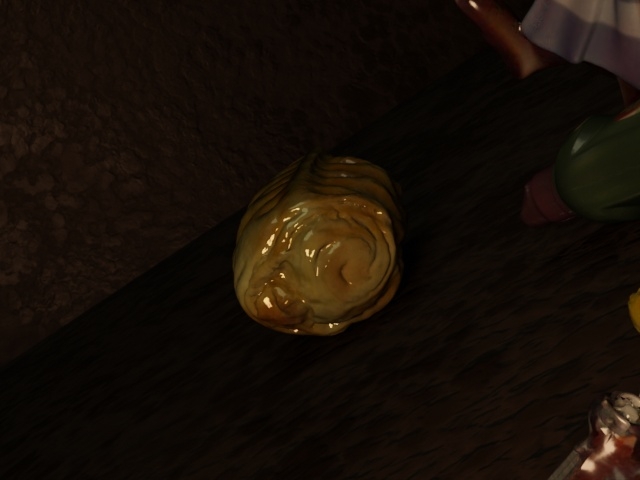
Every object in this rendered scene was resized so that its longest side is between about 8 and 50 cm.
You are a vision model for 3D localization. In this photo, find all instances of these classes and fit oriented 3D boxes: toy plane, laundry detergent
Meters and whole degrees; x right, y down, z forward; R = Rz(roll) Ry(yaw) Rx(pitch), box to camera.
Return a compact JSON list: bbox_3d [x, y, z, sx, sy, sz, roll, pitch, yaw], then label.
[{"bbox_3d":[0.110,0.074,0.397,0.188,0.062,0.135,-40,-16,-54],"label":"toy plane"},{"bbox_3d":[0.222,-0.062,0.738,0.222,0.078,0.144,-29,-2,43],"label":"laundry detergent"}]

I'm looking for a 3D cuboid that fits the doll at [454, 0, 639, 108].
[{"bbox_3d":[0.261,-0.209,0.798,0.339,0.318,0.209,95,-175,-59],"label":"doll"}]

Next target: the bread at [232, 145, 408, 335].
[{"bbox_3d":[0.000,0.000,1.020,0.152,0.130,0.267,-27,10,9],"label":"bread"}]

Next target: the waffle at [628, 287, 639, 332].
[{"bbox_3d":[0.234,-0.061,0.494,0.291,0.051,0.291,-47,-5,-6],"label":"waffle"}]
